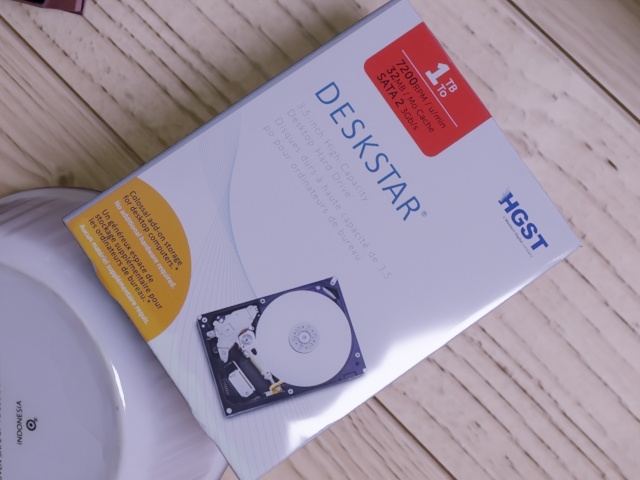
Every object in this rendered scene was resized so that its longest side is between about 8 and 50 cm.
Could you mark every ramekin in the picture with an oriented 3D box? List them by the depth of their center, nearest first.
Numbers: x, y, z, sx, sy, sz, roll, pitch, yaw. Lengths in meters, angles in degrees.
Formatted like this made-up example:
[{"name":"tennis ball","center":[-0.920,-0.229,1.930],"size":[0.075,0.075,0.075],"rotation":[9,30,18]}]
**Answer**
[{"name":"ramekin","center":[-0.197,0.102,0.719],"size":[0.272,0.127,0.273],"rotation":[3,99,17]}]

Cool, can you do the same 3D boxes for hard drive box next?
[{"name":"hard drive box","center":[0.000,0.000,0.614],"size":[0.232,0.089,0.181],"rotation":[-36,87,-7]}]

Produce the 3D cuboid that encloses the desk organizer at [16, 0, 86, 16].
[{"name":"desk organizer","center":[-0.229,-0.194,0.725],"size":[0.130,0.050,0.047],"rotation":[17,103,15]}]
